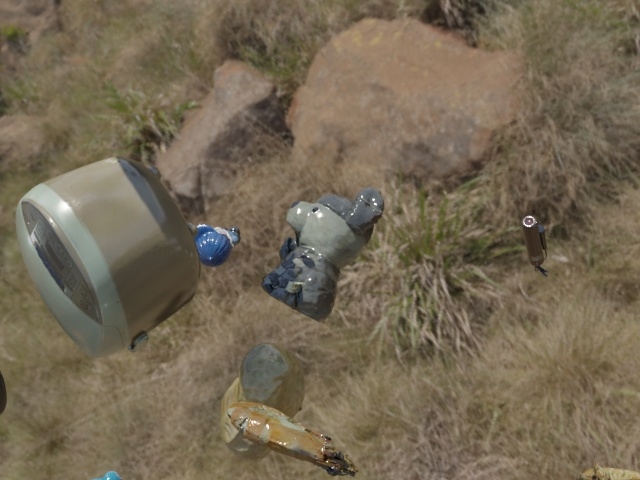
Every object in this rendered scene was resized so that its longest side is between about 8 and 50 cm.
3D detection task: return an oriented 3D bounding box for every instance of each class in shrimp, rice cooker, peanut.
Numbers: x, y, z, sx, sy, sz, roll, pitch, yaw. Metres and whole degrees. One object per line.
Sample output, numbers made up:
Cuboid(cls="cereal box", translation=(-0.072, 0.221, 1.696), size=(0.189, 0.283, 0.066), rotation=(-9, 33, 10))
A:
Cuboid(cls="shrimp", translation=(0.390, 0.334, 1.051), size=(0.095, 0.162, 0.045), rotation=(12, 96, 42))
Cuboid(cls="shrimp", translation=(-0.034, 0.244, 0.979), size=(0.184, 0.091, 0.043), rotation=(24, 99, 22))
Cuboid(cls="rice cooker", translation=(-0.171, 0.015, 0.641), size=(0.127, 0.206, 0.145), rotation=(-32, 81, -17))
Cuboid(cls="peanut", translation=(-0.112, 0.307, 1.488), size=(0.149, 0.313, 0.149), rotation=(10, 50, -12))

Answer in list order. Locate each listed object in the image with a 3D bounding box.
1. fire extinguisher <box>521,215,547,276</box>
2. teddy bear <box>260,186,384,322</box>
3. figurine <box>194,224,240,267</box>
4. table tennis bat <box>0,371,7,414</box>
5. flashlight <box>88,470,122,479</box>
Cuboid(cls="fire extinguisher", translation=(0.404, 0.005, 1.461), size=(0.035, 0.173, 0.049), rotation=(3, 59, 23))
Cuboid(cls="teddy bear", translation=(-0.009, 0.014, 1.321), size=(0.251, 0.144, 0.171), rotation=(-61, 5, -18))
Cuboid(cls="figurine", translation=(-0.194, 0.011, 1.475), size=(0.077, 0.136, 0.080), rotation=(-6, 87, 14))
Cuboid(cls="table tennis bat", translation=(-0.518, 0.229, 1.159), size=(0.150, 0.237, 0.027), rotation=(17, 33, 23))
Cuboid(cls="flashlight", translation=(-0.517, 0.571, 1.805), size=(0.129, 0.051, 0.051), rotation=(-20, 40, 12))
